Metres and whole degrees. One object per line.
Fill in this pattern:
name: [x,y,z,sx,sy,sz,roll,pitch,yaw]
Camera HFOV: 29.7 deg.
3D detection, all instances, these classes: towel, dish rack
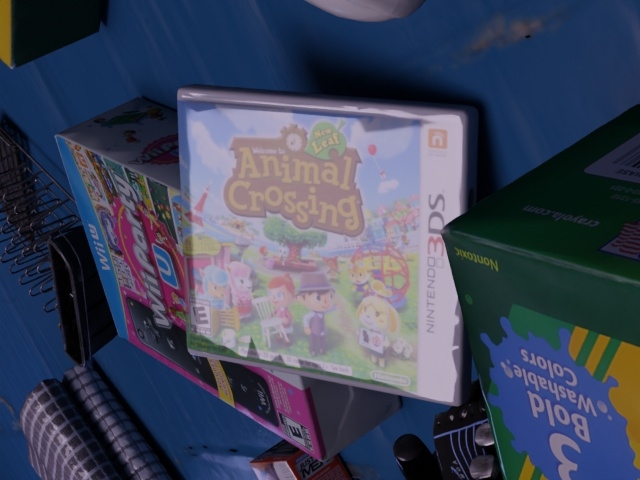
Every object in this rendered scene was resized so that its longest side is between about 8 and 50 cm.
towel: [-0.307,0.325,1.637,0.235,0.121,0.284,50,151,18]
dish rack: [-0.328,-0.007,1.401,0.271,0.074,0.208,43,147,28]

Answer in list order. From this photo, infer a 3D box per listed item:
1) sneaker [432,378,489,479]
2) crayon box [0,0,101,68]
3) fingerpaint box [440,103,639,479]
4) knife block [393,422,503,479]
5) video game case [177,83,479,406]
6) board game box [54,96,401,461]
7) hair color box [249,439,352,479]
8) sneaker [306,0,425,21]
sneaker: [0.122,0.124,0.804,0.090,0.081,0.232,38,147,21]
crayon box: [-0.309,-0.376,0.980,0.363,0.106,0.313,49,149,16]
fingerpaint box: [0.285,0.163,0.497,0.445,0.163,0.371,19,132,50]
knife block: [0.112,0.201,0.768,0.088,0.275,0.242,2,102,21]
video game case: [0.000,0.000,0.798,0.212,0.023,0.193,8,108,27]
board game box: [-0.083,0.023,1.018,0.303,0.097,0.224,24,135,47]
hair color box: [0.007,0.270,1.157,0.167,0.053,0.093,61,152,-2]
sneaker: [-0.034,-0.216,0.724,0.305,0.114,0.152,47,164,28]
